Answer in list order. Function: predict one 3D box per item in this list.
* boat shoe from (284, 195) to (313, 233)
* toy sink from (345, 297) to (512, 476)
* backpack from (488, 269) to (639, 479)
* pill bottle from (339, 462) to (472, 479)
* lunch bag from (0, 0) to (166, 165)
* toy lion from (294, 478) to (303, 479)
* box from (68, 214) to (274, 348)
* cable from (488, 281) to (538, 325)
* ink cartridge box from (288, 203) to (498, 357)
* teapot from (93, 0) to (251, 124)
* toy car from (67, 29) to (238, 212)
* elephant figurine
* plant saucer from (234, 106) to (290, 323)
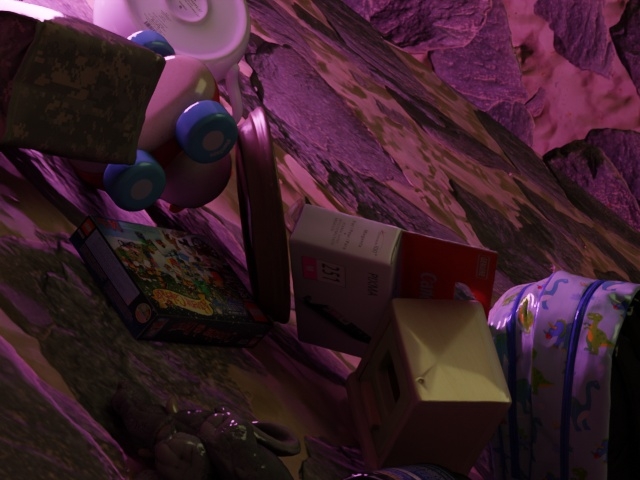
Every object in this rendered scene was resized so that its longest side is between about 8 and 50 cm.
[{"bbox_3d":[0.001,0.000,2.292,0.056,0.048,0.153,16,32,-52],"label":"boat shoe"},{"bbox_3d":[0.117,0.201,1.881,0.131,0.234,0.153,2,50,-19],"label":"toy sink"},{"bbox_3d":[0.337,0.214,1.975,0.273,0.356,0.290,23,40,22],"label":"backpack"},{"bbox_3d":[0.098,0.308,1.692,0.123,0.123,0.219,50,21,23],"label":"pill bottle"},{"bbox_3d":[-0.373,-0.201,1.789,0.287,0.169,0.235,23,7,30],"label":"lunch bag"},{"bbox_3d":[-0.057,0.273,1.611,0.096,0.034,0.100,30,21,-12],"label":"toy lion"},{"bbox_3d":[-0.174,0.052,1.833,0.159,0.044,0.233,52,21,26],"label":"box"},{"bbox_3d":[0.357,0.172,2.245,0.257,0.089,0.257,16,38,-15],"label":"cable"},{"bbox_3d":[0.087,0.073,1.896,0.238,0.060,0.275,15,-28,10],"label":"ink cartridge box"},{"bbox_3d":[-0.236,-0.308,2.312,0.252,0.187,0.256,8,61,-28],"label":"teapot"},{"bbox_3d":[-0.200,-0.103,1.986,0.219,0.210,0.238,49,-10,41],"label":"toy car"},{"bbox_3d":[-0.100,0.217,1.479,0.239,0.169,0.186,-117,-174,-82],"label":"elephant figurine"},{"bbox_3d":[-0.076,-0.030,1.954,0.041,0.278,0.278,-6,33,-7],"label":"plant saucer"}]
